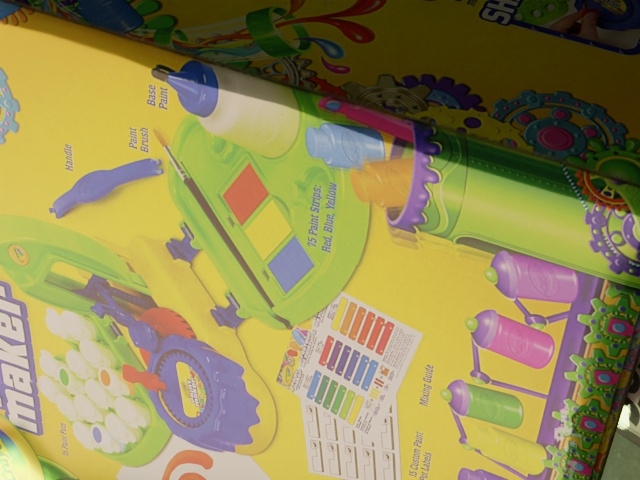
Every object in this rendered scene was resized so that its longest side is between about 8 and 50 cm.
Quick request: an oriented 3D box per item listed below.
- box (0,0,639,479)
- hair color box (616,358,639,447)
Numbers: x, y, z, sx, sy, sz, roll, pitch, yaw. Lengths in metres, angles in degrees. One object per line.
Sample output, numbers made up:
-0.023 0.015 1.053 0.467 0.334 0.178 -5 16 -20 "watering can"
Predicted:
0.000 0.000 0.590 0.279 0.177 0.290 18 135 13 "box"
0.140 -0.015 0.728 0.347 0.105 0.174 33 139 24 "hair color box"
